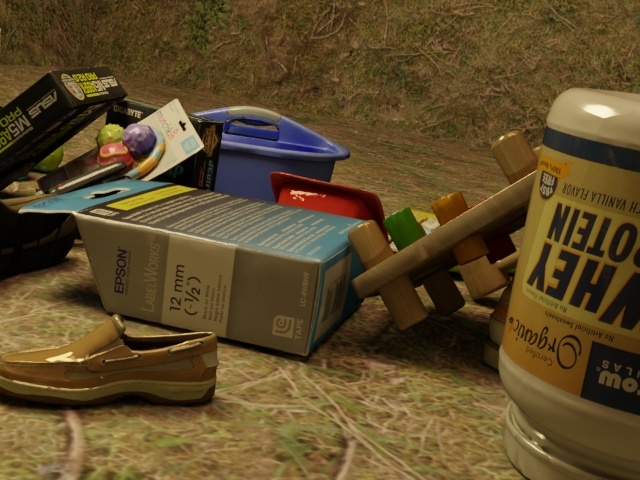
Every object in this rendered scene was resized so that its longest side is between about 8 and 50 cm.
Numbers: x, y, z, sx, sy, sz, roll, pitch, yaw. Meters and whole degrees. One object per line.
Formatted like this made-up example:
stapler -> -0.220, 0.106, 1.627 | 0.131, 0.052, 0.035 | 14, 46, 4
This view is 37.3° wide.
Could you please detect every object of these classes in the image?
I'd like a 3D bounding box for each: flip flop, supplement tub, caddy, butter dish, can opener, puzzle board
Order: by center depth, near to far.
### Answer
supplement tub -> 0.275, 0.046, 0.781 | 0.228, 0.316, 0.228 | 8, 13, -2
flip flop -> -0.383, -0.016, 1.079 | 0.080, 0.112, 0.277 | 18, 11, 19
can opener -> -0.336, -0.055, 1.244 | 0.186, 0.059, 0.073 | -29, 50, -10
butter dish -> 0.000, 0.000, 1.271 | 0.160, 0.118, 0.160 | 14, -28, 18
puzzle board -> 0.121, -0.015, 1.395 | 0.096, 0.011, 0.128 | 15, 30, 34
caddy -> -0.123, -0.140, 1.623 | 0.342, 0.179, 0.241 | 9, 14, 0

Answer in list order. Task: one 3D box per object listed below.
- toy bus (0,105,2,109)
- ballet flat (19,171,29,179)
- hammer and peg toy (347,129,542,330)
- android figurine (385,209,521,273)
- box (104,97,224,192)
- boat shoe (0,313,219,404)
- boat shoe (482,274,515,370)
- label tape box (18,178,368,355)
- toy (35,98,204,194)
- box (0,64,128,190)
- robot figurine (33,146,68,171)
toy bus -> -0.654, -0.222, 1.760 | 0.191, 0.104, 0.202 | 7, 14, 25
ballet flat -> -0.649, -0.180, 1.577 | 0.343, 0.124, 0.116 | 6, 13, -9
hammer and peg toy -> 0.202, -0.015, 1.124 | 0.266, 0.127, 0.361 | -32, -11, 20
android figurine -> 0.175, 0.003, 1.482 | 0.273, 0.056, 0.248 | 9, 13, -7
box -> -0.247, -0.114, 1.438 | 0.220, 0.175, 0.051 | 20, 15, 38
boat shoe -> -0.181, 0.097, 0.813 | 0.190, 0.072, 0.068 | 3, 15, -23
boat shoe -> 0.305, 0.084, 1.110 | 0.113, 0.103, 0.302 | 19, 17, 38
label tape box -> -0.134, 0.017, 1.106 | 0.348, 0.115, 0.249 | 9, 13, 14
toy -> -0.293, -0.118, 1.323 | 0.237, 0.056, 0.137 | -33, 46, 0
box -> -0.429, -0.150, 1.368 | 0.270, 0.060, 0.216 | -34, 5, 12
robot figurine -> -0.514, -0.162, 1.706 | 0.115, 0.067, 0.101 | 14, 2, 21
